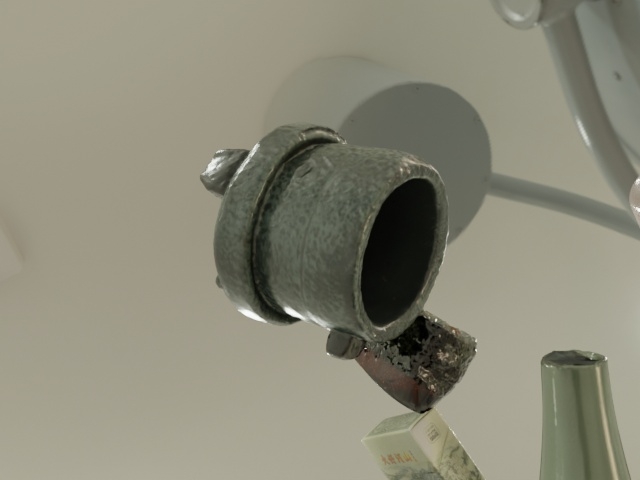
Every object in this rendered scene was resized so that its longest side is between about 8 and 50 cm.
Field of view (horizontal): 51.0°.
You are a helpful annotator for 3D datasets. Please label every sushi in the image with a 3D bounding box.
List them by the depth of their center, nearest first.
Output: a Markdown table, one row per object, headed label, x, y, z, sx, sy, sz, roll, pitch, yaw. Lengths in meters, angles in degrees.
| label | x | y | z | sx | sy | sz | roll | pitch | yaw |
| --- | --- | --- | --- | --- | --- | --- | --- | --- | --- |
| sushi | 0.131 | 0.154 | 1.002 | 0.136 | 0.225 | 0.126 | 28 | -85 | -21 |

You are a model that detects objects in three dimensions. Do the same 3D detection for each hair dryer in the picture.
| label | x | y | z | sx | sy | sz | roll | pitch | yaw |
| --- | --- | --- | --- | --- | --- | --- | --- | --- | --- |
| hair dryer | 0.256 | 0.165 | 0.471 | 0.267 | 0.092 | 0.229 | -24 | -87 | 3 |

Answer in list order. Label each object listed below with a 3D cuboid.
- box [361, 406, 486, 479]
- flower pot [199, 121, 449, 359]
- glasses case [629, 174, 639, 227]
| label | x | y | z | sx | sy | sz | roll | pitch | yaw |
| --- | --- | --- | --- | --- | --- | --- | --- | --- | --- |
| box | 0.197 | 0.407 | 1.102 | 0.069 | 0.164 | 0.257 | -33 | -94 | -33 |
| flower pot | 0.000 | 0.000 | 0.913 | 0.299 | 0.282 | 0.299 | -30 | -53 | -49 |
| glasses case | 0.601 | -0.010 | 1.098 | 0.113 | 0.075 | 0.297 | -38 | -64 | 4 |
